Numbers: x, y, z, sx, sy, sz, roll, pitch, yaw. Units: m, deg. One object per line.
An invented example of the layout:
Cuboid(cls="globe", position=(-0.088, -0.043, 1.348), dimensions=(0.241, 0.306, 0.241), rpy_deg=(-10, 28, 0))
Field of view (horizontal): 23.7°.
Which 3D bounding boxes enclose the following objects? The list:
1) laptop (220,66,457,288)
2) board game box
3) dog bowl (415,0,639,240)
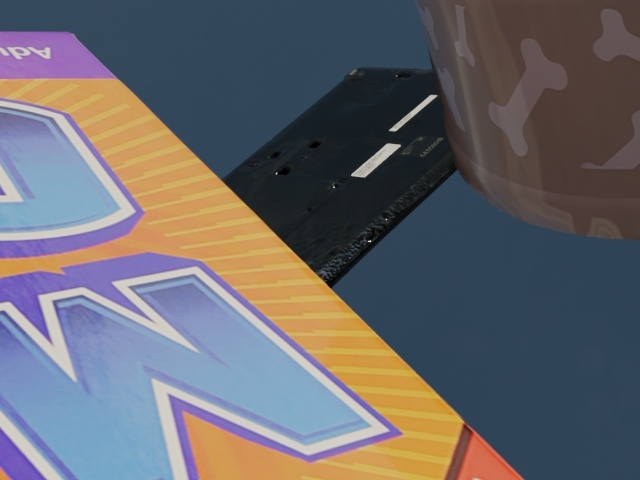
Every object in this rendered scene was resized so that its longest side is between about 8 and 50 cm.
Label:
Cuboid(cls="laptop", position=(0.000, 0.000, 1.002), dimensions=(0.264, 0.234, 0.136), rpy_deg=(9, -48, 46))
Cuboid(cls="board game box", position=(-0.192, 0.167, 0.472), dimensions=(0.356, 0.356, 0.356), rpy_deg=(43, -52, 45))
Cuboid(cls="dog bowl", position=(0.190, -0.149, 0.624), dimensions=(0.349, 0.349, 0.102), rpy_deg=(-16, -59, 25))
